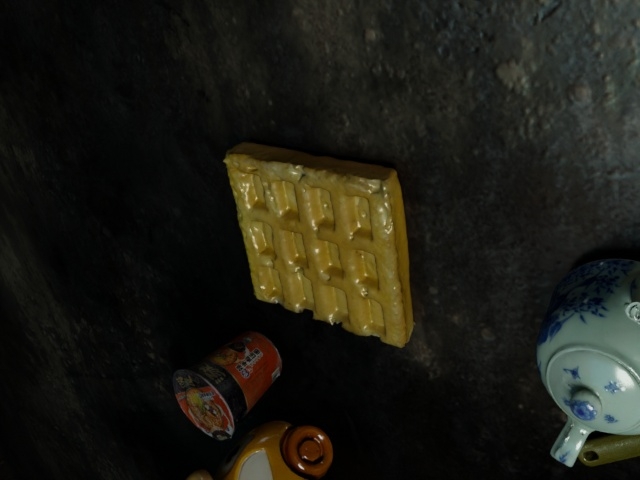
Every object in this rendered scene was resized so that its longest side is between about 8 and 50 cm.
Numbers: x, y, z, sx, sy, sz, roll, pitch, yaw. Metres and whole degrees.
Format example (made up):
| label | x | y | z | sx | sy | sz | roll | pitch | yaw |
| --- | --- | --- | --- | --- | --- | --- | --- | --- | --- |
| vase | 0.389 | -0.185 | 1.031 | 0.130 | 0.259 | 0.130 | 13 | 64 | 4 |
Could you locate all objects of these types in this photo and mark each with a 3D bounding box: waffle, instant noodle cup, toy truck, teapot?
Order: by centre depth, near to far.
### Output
| label | x | y | z | sx | sy | sz | roll | pitch | yaw |
| --- | --- | --- | --- | --- | --- | --- | --- | --- | --- |
| teapot | 0.261 | 0.114 | 0.661 | 0.159 | 0.159 | 0.232 | 29 | 134 | 24 |
| waffle | 0.000 | 0.000 | 0.890 | 0.247 | 0.055 | 0.221 | 16 | 128 | 36 |
| instant noodle cup | -0.131 | 0.207 | 1.096 | 0.127 | 0.135 | 0.127 | 24 | 132 | 30 |
| toy truck | -0.086 | 0.425 | 1.109 | 0.204 | 0.211 | 0.288 | -50 | 49 | 50 |

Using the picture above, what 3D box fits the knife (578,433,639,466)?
| label | x | y | z | sx | sy | sz | roll | pitch | yaw |
| --- | --- | --- | --- | --- | --- | --- | --- | --- | --- |
| knife | 0.369 | 0.164 | 0.688 | 0.061 | 0.027 | 0.343 | 56 | 139 | 2 |
